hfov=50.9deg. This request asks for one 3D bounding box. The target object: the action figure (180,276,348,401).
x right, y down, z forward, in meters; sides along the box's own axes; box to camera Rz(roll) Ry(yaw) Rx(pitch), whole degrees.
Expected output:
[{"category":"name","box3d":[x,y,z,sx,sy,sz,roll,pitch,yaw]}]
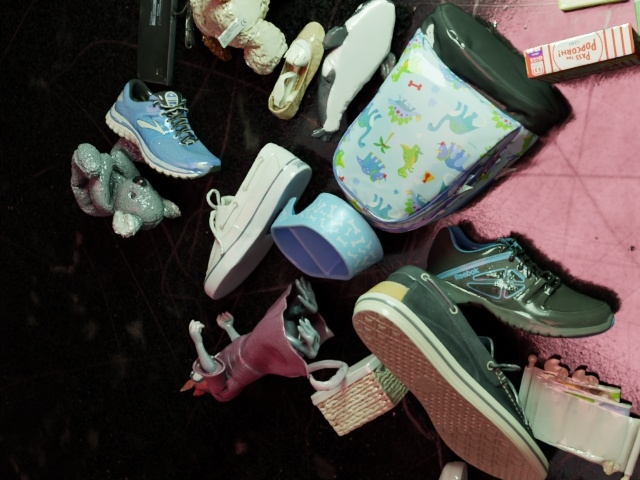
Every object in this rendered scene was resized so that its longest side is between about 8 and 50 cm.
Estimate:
[{"category":"action figure","box3d":[-0.138,0.250,1.436,0.370,0.248,0.275,-39,85,21]}]

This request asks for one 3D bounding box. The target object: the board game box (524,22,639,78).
[{"category":"board game box","box3d":[0.411,-0.284,1.037,0.147,0.193,0.045,-8,95,31]}]

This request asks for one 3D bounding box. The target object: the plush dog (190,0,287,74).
[{"category":"plush dog","box3d":[-0.191,-0.480,1.366,0.225,0.211,0.262,23,110,53]}]

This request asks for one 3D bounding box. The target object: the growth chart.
[{"category":"growth chart","box3d":[0.466,0.316,1.212,0.237,0.021,0.172,24,109,24]}]

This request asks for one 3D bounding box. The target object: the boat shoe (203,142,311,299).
[{"category":"boat shoe","box3d":[-0.177,-0.051,1.446,0.156,0.136,0.367,40,113,18]}]

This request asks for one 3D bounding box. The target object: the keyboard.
[{"category":"keyboard","box3d":[-0.338,-0.509,1.512,0.202,0.033,0.317,18,108,36]}]

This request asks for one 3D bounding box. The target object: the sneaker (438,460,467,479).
[{"category":"sneaker","box3d":[0.198,0.560,1.358,0.169,0.108,0.292,13,106,24]}]

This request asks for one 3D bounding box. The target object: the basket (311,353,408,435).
[{"category":"basket","box3d":[0.085,0.310,1.376,0.167,0.113,0.103,-36,85,29]}]

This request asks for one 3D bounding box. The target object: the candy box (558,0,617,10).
[{"category":"candy box","box3d":[0.435,-0.485,1.084,0.105,0.027,0.205,-1,99,27]}]

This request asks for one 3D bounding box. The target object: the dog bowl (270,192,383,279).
[{"category":"dog bowl","box3d":[0.000,0.000,1.292,0.166,0.074,0.297,53,159,-16]}]

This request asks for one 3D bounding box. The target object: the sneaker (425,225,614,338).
[{"category":"sneaker","box3d":[0.341,0.072,1.180,0.341,0.125,0.139,16,105,26]}]

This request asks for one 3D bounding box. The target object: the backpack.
[{"category":"backpack","box3d":[0.187,-0.178,1.174,0.290,0.273,0.355,47,131,6]}]

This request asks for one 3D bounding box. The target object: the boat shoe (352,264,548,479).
[{"category":"boat shoe","box3d":[0.257,0.247,1.200,0.500,0.156,0.187,50,144,-14]}]

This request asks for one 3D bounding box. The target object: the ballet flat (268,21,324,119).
[{"category":"ballet flat","box3d":[-0.051,-0.341,1.361,0.073,0.067,0.206,29,111,23]}]

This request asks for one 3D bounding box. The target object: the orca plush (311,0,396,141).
[{"category":"orca plush","box3d":[0.059,-0.335,1.312,0.151,0.102,0.287,2,117,-16]}]

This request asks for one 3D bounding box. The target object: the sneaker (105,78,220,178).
[{"category":"sneaker","box3d":[-0.348,-0.254,1.511,0.330,0.130,0.147,37,117,19]}]

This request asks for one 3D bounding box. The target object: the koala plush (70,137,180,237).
[{"category":"koala plush","box3d":[-0.447,-0.101,1.571,0.221,0.196,0.203,37,126,19]}]

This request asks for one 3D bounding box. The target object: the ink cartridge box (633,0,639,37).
[{"category":"ink cartridge box","box3d":[0.503,-0.408,0.982,0.093,0.160,0.219,-6,97,29]}]
